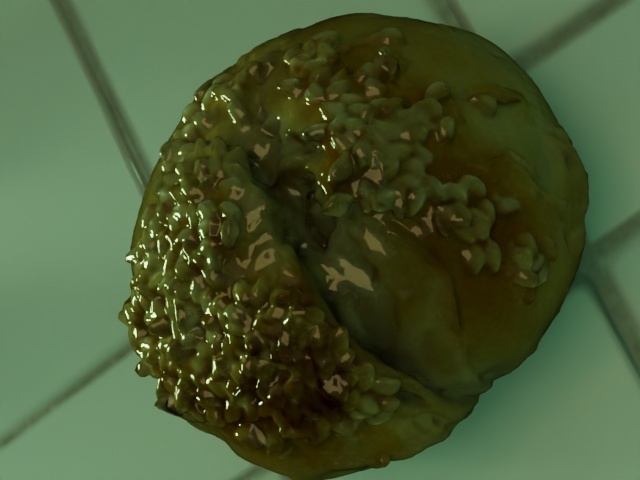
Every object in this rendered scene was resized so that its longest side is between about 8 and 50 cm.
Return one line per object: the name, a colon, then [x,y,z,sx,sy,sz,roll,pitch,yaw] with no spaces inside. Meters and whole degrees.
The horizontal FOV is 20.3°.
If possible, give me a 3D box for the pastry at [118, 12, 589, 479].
pastry: [0.000,0.000,1.110,0.316,0.184,0.284,-37,66,20]
